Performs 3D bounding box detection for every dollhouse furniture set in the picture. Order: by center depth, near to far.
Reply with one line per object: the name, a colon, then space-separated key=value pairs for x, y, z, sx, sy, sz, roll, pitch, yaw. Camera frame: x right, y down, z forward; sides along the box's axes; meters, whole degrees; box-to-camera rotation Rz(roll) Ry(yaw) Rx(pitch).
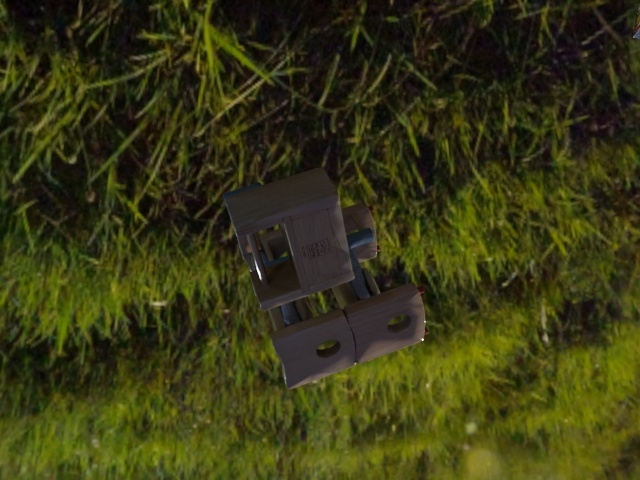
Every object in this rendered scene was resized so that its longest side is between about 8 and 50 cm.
dollhouse furniture set: x=0.000 y=0.000 z=0.579 sx=0.129 sy=0.129 sz=0.184 roll=-19 pitch=132 yaw=-7

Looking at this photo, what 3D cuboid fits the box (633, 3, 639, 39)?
box: x=0.379 y=-0.275 z=0.765 sx=0.027 sy=0.137 sz=0.094 roll=29 pitch=128 yaw=7
